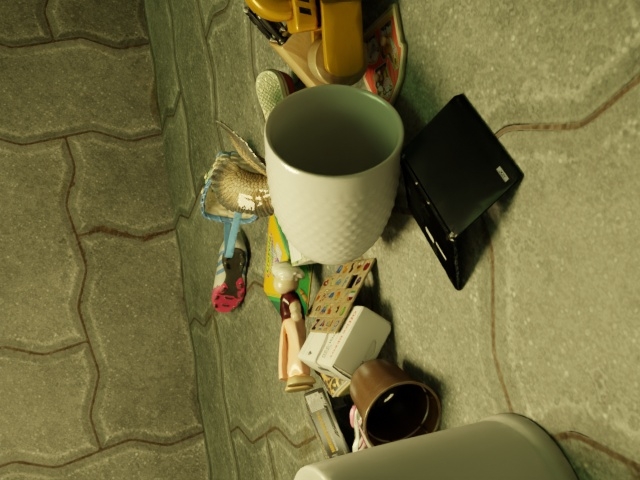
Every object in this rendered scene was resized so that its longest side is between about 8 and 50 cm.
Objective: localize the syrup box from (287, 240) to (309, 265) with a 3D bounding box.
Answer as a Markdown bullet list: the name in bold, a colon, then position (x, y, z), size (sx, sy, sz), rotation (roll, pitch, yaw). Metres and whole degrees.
- **syrup box**: position (0.000, 0.000, 1.893), size (0.237, 0.096, 0.093), rotation (156, 105, -66)

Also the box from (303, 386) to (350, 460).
- **box**: position (0.027, 0.513, 1.910), size (0.183, 0.056, 0.231), rotation (86, 162, -60)

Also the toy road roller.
- **toy road roller**: position (-0.039, -0.484, 1.579), size (0.202, 0.240, 0.330), rotation (-119, 21, -74)

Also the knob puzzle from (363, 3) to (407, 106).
- **knob puzzle**: position (0.127, -0.376, 1.590), size (0.213, 0.030, 0.213), rotation (174, 90, -67)

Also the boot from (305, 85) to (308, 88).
- **boot**: position (-0.005, -0.374, 1.899), size (0.087, 0.042, 0.118), rotation (71, 156, 15)

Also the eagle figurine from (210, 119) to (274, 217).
- **eagle figurine**: position (-0.141, -0.172, 1.936), size (0.225, 0.298, 0.226), rotation (-170, 89, -82)

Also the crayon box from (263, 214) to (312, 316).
- **crayon box**: position (-0.091, 0.062, 2.142), size (0.165, 0.081, 0.279), rotation (-131, 41, -53)

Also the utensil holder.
- **utensil holder**: position (0.179, 0.476, 1.210), size (0.327, 0.385, 0.328), rotation (175, 90, -68)

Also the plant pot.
- **plant pot**: position (0.143, 0.338, 1.570), size (0.165, 0.166, 0.167), rotation (-138, 47, -68)

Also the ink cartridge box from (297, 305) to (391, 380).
- **ink cartridge box**: position (0.053, 0.237, 1.743), size (0.159, 0.092, 0.218), rotation (-61, 20, -14)

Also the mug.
- **mug**: position (0.019, -0.149, 1.604), size (0.328, 0.276, 0.374), rotation (90, 170, -50)

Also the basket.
- **basket**: position (-0.281, -0.122, 2.395), size (0.255, 0.201, 0.289), rotation (112, 155, -46)

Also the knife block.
- **knife block**: position (-0.059, -0.446, 1.742), size (0.088, 0.242, 0.276), rotation (-138, 47, -59)

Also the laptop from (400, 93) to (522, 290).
- **laptop**: position (0.254, -0.085, 1.380), size (0.264, 0.136, 0.234), rotation (71, 176, -52)

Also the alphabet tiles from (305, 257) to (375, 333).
- **alphabet tiles**: position (0.036, 0.135, 1.802), size (0.198, 0.009, 0.237), rotation (-61, 17, -15)

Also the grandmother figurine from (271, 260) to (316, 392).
- **grandmother figurine**: position (-0.075, 0.212, 1.955), size (0.208, 0.104, 0.343), rotation (122, 143, -62)

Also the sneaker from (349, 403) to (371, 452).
- **sneaker**: position (0.121, 0.467, 1.758), size (0.077, 0.072, 0.178), rotation (1, 111, 38)

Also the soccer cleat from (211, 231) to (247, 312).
- **soccer cleat**: position (-0.320, 0.113, 2.691), size (0.143, 0.116, 0.331), rotation (-97, 19, -49)

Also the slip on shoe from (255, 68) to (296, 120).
- **slip on shoe**: position (-0.091, -0.307, 2.050), size (0.123, 0.101, 0.332), rotation (-5, 104, 31)

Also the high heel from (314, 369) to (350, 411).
- **high heel**: position (0.040, 0.300, 1.867), size (0.261, 0.093, 0.186), rotation (114, 141, -55)
